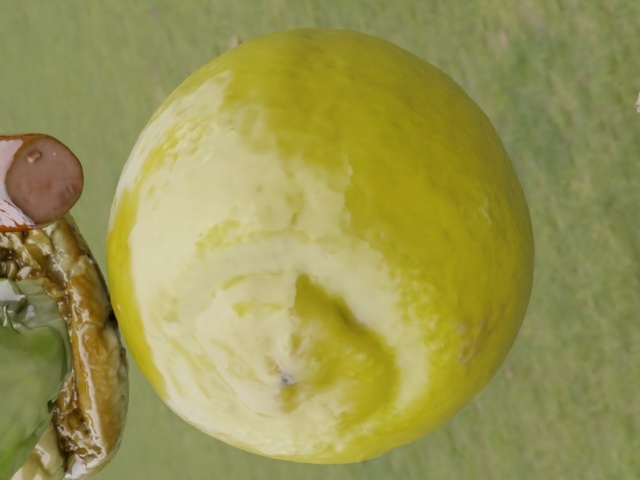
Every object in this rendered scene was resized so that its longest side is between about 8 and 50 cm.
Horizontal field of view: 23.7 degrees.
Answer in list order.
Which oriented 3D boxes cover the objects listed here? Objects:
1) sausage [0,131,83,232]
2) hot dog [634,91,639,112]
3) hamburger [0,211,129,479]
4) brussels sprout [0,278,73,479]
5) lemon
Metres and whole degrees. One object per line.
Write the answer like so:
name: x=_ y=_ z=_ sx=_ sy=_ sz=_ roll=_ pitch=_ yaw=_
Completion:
sausage: x=-0.154 y=-0.024 z=0.675 sx=0.131 sy=0.039 sz=0.041 roll=-1 pitch=139 yaw=48
hot dog: x=0.222 y=-0.119 z=0.799 sx=0.078 sy=0.061 sz=0.169 roll=33 pitch=111 yaw=46
hamburger: x=-0.266 y=0.071 z=1.249 sx=0.319 sy=0.158 sz=0.319 roll=52 pitch=155 yaw=37
brussels sprout: x=-0.231 y=0.085 z=0.836 sx=0.131 sy=0.183 sz=0.145 roll=38 pitch=117 yaw=58
lemon: x=0.000 y=0.000 z=1.168 sx=0.348 sy=0.348 sz=0.348 roll=164 pitch=90 yaw=-76
